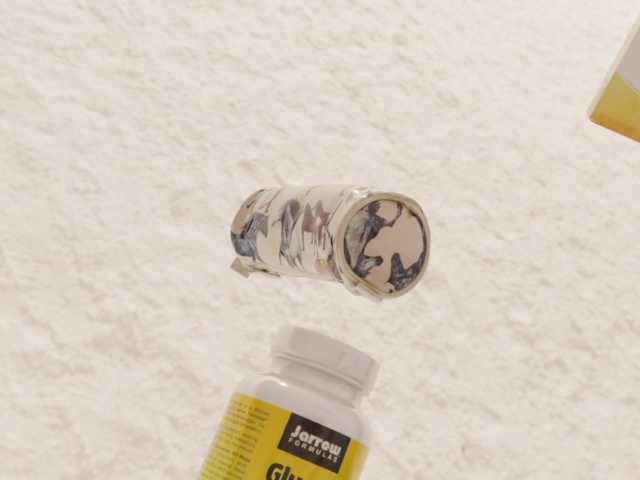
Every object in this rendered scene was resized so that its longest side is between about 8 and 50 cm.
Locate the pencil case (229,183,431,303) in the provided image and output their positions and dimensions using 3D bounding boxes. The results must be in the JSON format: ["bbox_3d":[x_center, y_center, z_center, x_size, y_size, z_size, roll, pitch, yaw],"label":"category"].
[{"bbox_3d":[0.000,0.000,1.146,0.160,0.410,0.183,27,80,-30],"label":"pencil case"}]

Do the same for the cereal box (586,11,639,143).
[{"bbox_3d":[0.362,-0.178,0.587,0.173,0.240,0.047,25,25,7],"label":"cereal box"}]

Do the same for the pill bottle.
[{"bbox_3d":[-0.049,0.283,0.862,0.188,0.188,0.333,25,73,-9],"label":"pill bottle"}]
